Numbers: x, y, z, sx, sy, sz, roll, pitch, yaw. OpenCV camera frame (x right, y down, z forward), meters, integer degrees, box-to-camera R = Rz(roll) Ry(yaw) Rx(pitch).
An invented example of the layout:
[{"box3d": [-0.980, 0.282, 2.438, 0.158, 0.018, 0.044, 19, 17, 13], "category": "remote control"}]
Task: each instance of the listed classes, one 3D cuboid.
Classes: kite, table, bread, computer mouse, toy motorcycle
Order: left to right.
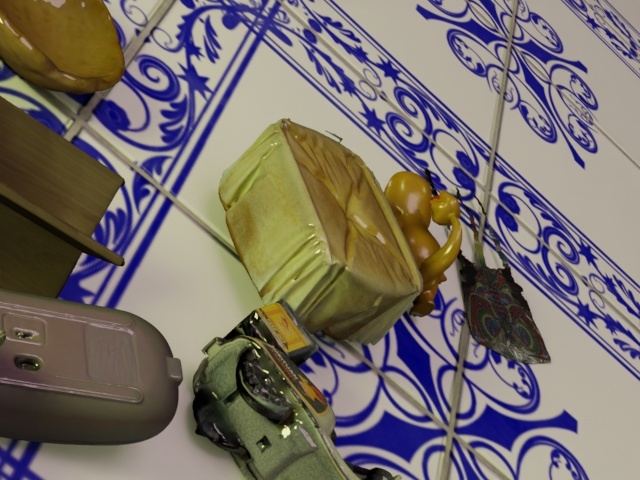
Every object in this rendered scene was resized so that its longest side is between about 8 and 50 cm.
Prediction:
[{"box3d": [-0.262, -0.044, 0.960, 0.226, 0.167, 0.167, 36, 32, -38], "category": "table"}, {"box3d": [-0.215, 0.091, 0.944, 0.232, 0.057, 0.120, 13, 48, -33], "category": "computer mouse"}, {"box3d": [-0.007, 0.180, 1.086, 0.263, 0.091, 0.157, 54, 26, 11], "category": "toy motorcycle"}, {"box3d": [-0.002, -0.001, 1.271, 0.192, 0.110, 0.210, 14, 45, -53], "category": "bread"}, {"box3d": [0.205, 0.027, 1.591, 0.152, 0.015, 0.285, 17, 43, -42], "category": "kite"}]

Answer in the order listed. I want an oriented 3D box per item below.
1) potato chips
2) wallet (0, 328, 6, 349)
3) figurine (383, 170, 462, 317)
[{"box3d": [-0.275, -0.213, 1.197, 0.208, 0.062, 0.195, 49, 25, 1], "category": "potato chips"}, {"box3d": [-0.303, 0.064, 0.836, 0.155, 0.039, 0.110, 30, 49, 2], "category": "wallet"}, {"box3d": [0.110, -0.016, 1.415, 0.121, 0.122, 0.176, 27, 39, -29], "category": "figurine"}]
